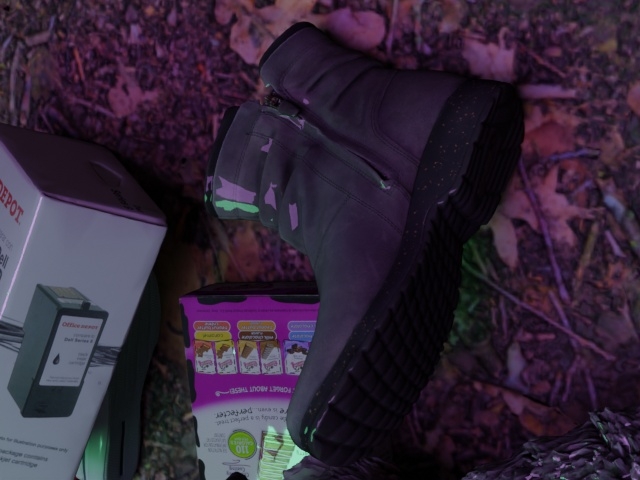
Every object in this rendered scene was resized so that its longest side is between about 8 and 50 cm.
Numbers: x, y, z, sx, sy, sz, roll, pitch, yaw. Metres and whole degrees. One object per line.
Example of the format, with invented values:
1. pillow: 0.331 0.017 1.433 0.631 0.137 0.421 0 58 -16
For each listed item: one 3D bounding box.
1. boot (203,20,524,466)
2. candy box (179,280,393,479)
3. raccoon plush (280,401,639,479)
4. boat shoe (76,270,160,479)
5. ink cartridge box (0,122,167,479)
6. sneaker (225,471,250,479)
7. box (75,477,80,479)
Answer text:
1. boot: 0.000 0.000 1.472 0.222 0.118 0.338 16 66 27
2. candy box: -0.025 0.153 1.601 0.159 0.071 0.234 -1 99 29
3. raccoon plush: 0.179 0.141 1.378 0.446 0.216 0.299 20 89 24
4. boat shoe: -0.201 0.119 1.692 0.075 0.083 0.226 19 110 25
5. ink cartridge box: -0.258 0.065 1.618 0.211 0.121 0.289 42 114 58
6. sneaker: -0.021 0.283 1.457 0.130 0.286 0.109 27 74 23
7. box: -0.328 0.225 1.817 0.207 0.036 0.114 -31 84 32
